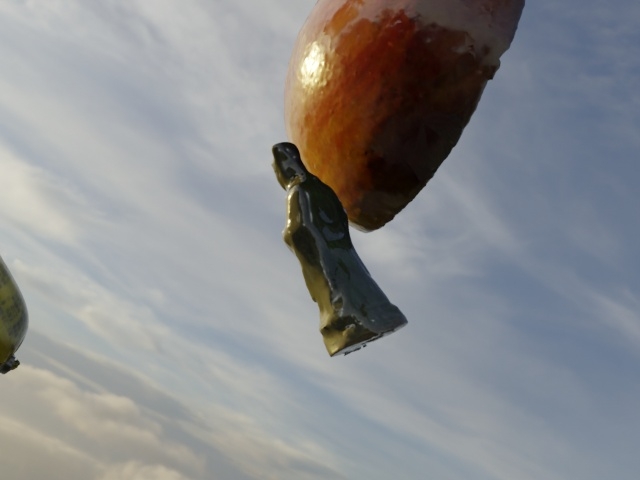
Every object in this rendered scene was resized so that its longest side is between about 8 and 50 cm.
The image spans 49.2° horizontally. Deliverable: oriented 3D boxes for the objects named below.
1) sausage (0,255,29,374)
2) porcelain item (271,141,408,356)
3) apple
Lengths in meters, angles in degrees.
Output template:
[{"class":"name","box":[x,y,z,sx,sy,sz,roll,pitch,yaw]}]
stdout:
[{"class":"sausage","box":[-0.408,-0.003,0.702,0.123,0.123,0.347,-2,-62,50]},{"class":"porcelain item","box":[0.000,0.000,0.664,0.081,0.216,0.069,-12,-19,-45]},{"class":"apple","box":[0.080,-0.177,0.739,0.254,0.346,0.179,45,29,25]}]
